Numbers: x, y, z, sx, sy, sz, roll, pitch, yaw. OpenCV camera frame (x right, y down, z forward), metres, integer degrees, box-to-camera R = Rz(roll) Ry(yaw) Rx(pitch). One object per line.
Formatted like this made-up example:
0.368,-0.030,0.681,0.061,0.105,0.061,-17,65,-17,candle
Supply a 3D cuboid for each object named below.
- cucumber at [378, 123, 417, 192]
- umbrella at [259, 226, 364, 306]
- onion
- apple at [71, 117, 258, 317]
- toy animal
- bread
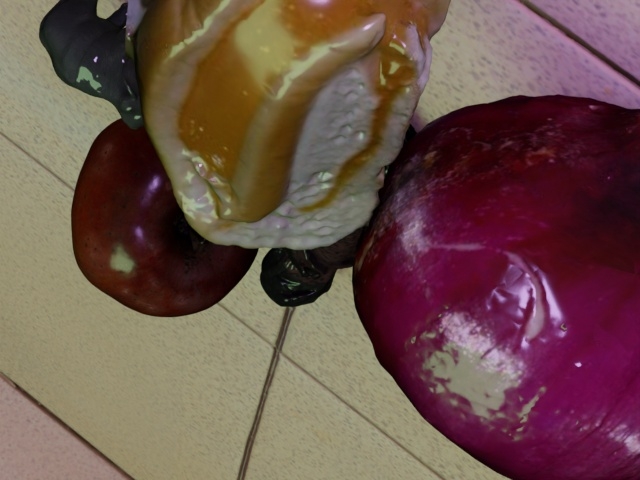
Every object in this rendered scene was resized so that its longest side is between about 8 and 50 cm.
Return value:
0.119,-0.015,1.804,0.300,0.072,0.072,51,155,-20,cucumber
0.000,0.000,1.993,0.090,0.094,0.326,28,158,-4,umbrella
0.215,-0.001,1.437,0.348,0.348,0.385,39,120,7,onion
-0.173,-0.026,2.059,0.234,0.234,0.234,34,156,18,apple
-0.177,-0.175,1.906,0.269,0.137,0.082,40,155,23,toy animal
-0.035,-0.202,1.375,0.210,0.341,0.300,9,151,-14,bread
